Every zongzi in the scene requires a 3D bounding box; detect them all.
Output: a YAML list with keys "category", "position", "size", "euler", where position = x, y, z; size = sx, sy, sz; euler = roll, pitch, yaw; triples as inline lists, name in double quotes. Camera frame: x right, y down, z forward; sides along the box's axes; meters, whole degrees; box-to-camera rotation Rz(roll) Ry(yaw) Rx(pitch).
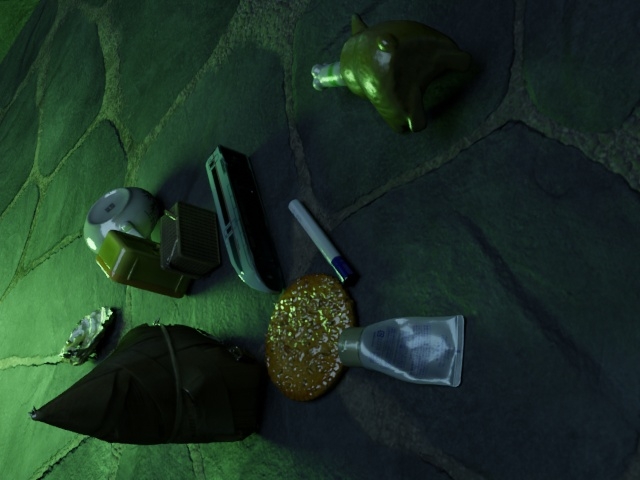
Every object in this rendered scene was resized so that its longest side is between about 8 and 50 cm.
- category: "zongzi"
  position: [-0.428, 0.261, 1.681]
  size: [0.500, 0.467, 0.218]
  euler: [11, 89, 52]

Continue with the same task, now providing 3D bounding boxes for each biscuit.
- category: "biscuit"
  position: [-0.026, 0.182, 1.578]
  size: [0.254, 0.035, 0.254]
  euler: [-21, 61, 43]

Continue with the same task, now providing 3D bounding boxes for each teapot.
- category: "teapot"
  position: [-0.502, -0.032, 2.143]
  size: [0.208, 0.166, 0.300]
  euler: [-33, 46, -17]

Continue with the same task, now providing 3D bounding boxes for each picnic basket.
- category: "picnic basket"
  position: [-0.301, 0.000, 1.908]
  size: [0.079, 0.115, 0.164]
  euler: [-36, 50, 39]

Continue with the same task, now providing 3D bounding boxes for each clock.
- category: "clock"
  position: [-0.409, 0.057, 1.944]
  size: [0.143, 0.202, 0.096]
  euler: [33, 101, 51]

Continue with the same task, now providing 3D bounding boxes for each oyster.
- category: "oyster"
  position: [-0.620, 0.264, 2.229]
  size: [0.209, 0.072, 0.133]
  euler: [-50, 33, -5]

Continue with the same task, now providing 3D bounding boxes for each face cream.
- category: "face cream"
  position: [0.138, 0.182, 1.379]
  size: [0.224, 0.070, 0.114]
  euler: [-4, 73, 36]

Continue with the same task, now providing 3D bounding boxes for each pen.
- category: "pen"
  position: [0.001, 0.000, 1.620]
  size: [0.033, 0.033, 0.269]
  euler: [-57, 41, 18]

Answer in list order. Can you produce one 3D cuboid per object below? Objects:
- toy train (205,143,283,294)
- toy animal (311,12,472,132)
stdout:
- category: "toy train"
  position: [-0.169, -0.029, 1.786]
  size: [0.088, 0.086, 0.407]
  euler: [-43, 47, 29]
- category: "toy animal"
  position: [0.120, -0.314, 1.512]
  size: [0.181, 0.180, 0.363]
  euler: [-60, 18, 4]
